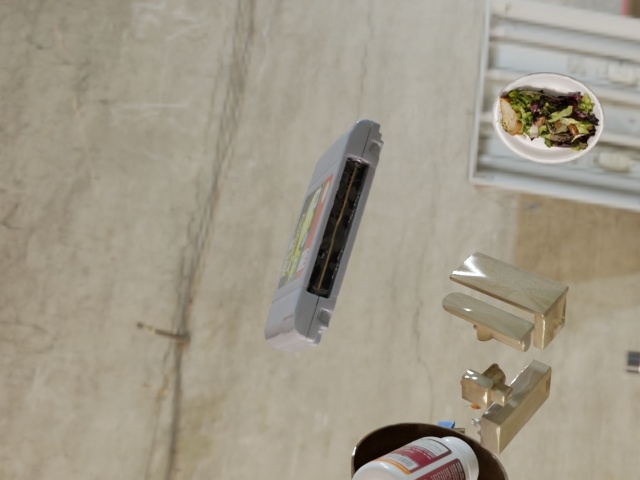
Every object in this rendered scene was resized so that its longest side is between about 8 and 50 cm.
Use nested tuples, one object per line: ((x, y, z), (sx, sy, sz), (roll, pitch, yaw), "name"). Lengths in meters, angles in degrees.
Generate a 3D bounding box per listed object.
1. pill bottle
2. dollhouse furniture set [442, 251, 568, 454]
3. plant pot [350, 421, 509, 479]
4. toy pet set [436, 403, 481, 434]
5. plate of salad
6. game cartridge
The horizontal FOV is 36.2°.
((0.106, 0.262, 1.054), (0.152, 0.086, 0.086), (-8, -78, -51), "pill bottle")
((0.193, 0.128, 1.132), (0.144, 0.123, 0.151), (-38, -44, -35), "dollhouse furniture set")
((0.134, 0.412, 1.363), (0.215, 0.215, 0.230), (-46, -33, -59), "plant pot")
((0.282, 0.384, 1.955), (0.065, 0.114, 0.122), (10, -103, -40), "toy pet set")
((0.406, -0.212, 1.756), (0.048, 0.200, 0.200), (-67, -28, -45), "plate of salad")
((0.000, 0.000, 1.286), (0.196, 0.060, 0.294), (133, 155, -74), "game cartridge")
